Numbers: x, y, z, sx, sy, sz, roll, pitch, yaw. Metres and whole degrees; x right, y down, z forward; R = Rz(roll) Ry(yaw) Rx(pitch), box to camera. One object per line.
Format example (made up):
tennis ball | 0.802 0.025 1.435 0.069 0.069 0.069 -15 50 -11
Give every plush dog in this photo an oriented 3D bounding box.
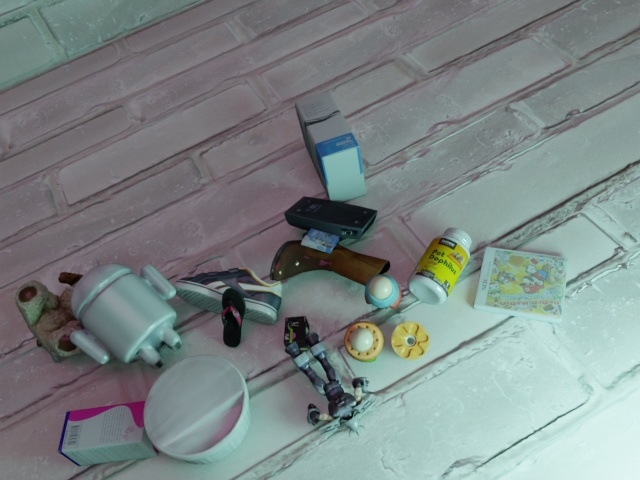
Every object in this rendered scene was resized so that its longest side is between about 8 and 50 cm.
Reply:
plush dog | -0.749 0.218 1.840 0.262 0.210 0.225 46 55 7

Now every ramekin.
ramekin | -0.301 0.440 1.563 0.273 0.127 0.272 -7 50 8

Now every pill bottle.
pill bottle | 0.340 0.068 1.715 0.117 0.117 0.215 21 60 27

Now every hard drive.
hard drive | 0.033 -0.070 1.896 0.255 0.054 0.172 12 28 18

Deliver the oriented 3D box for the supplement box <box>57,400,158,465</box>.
supplement box | -0.537 0.499 1.582 0.220 0.114 0.111 -9 50 7

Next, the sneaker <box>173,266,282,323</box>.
sneaker | -0.264 0.145 1.793 0.321 0.126 0.127 14 61 9

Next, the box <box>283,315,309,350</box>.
box | -0.066 0.259 1.700 0.062 0.052 0.083 -6 50 9

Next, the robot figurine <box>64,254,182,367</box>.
robot figurine | -0.551 0.204 1.719 0.353 0.200 0.300 42 68 7

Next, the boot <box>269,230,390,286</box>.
boot | 0.026 0.086 1.767 0.280 0.096 0.264 24 30 25

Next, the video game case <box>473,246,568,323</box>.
video game case | 0.552 0.117 1.686 0.227 0.026 0.206 9 55 19

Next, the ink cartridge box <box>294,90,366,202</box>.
ink cartridge box | 0.032 -0.305 2.014 0.129 0.223 0.307 -20 50 -3

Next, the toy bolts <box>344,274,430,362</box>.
toy bolts | 0.174 0.200 1.578 0.218 0.158 0.228 3 77 10

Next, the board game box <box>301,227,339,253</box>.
board game box | 0.000 0.000 1.795 0.090 0.020 0.090 16 27 11

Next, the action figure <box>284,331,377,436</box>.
action figure | 0.026 0.372 1.564 0.185 0.099 0.285 -26 63 -17

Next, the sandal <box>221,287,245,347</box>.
sandal | -0.246 0.220 1.702 0.067 0.179 0.040 7 17 12
